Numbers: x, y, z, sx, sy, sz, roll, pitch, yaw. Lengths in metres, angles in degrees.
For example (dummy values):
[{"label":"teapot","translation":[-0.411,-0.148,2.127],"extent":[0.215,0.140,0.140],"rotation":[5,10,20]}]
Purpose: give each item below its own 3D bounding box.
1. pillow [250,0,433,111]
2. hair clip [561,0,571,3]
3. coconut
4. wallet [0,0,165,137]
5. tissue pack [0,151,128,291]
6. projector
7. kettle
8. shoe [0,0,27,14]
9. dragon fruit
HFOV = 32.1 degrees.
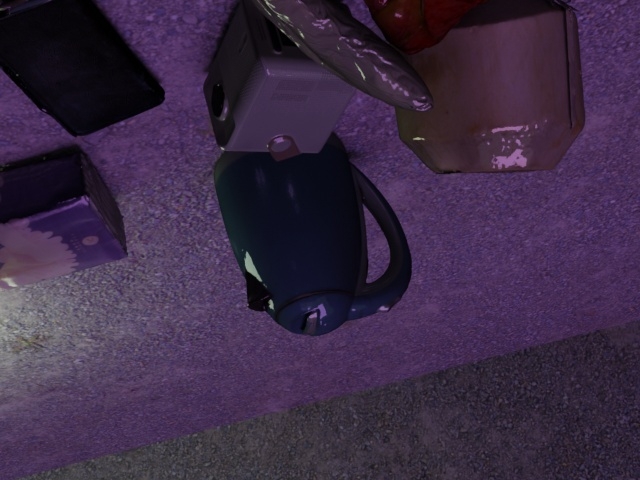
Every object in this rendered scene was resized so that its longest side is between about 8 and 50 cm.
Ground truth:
[{"label":"pillow","translation":[0.006,-0.264,1.415],"extent":[0.274,0.281,0.076],"rotation":[34,99,-18]},{"label":"hair clip","translation":[0.424,-0.403,1.711],"extent":[0.172,0.049,0.116],"rotation":[-13,159,-9]},{"label":"coconut","translation":[0.254,-0.247,1.677],"extent":[0.323,0.323,0.323],"rotation":[-12,155,-6]},{"label":"wallet","translation":[-0.356,-0.255,1.591],"extent":[0.172,0.045,0.318],"rotation":[-22,153,8]},{"label":"tissue pack","translation":[-0.526,-0.016,1.891],"extent":[0.344,0.125,0.242],"rotation":[-15,155,1]},{"label":"projector","translation":[-0.060,-0.235,1.659],"extent":[0.177,0.163,0.242],"rotation":[-1,149,-25]},{"label":"kettle","translation":[0.000,0.000,1.961],"extent":[0.319,0.342,0.247],"rotation":[-8,153,-15]},{"label":"shoe","translation":[-0.405,-0.323,1.368],"extent":[0.275,0.098,0.103],"rotation":[-29,148,30]},{"label":"dragon fruit","translation":[0.141,-0.418,1.388],"extent":[0.330,0.240,0.302],"rotation":[-49,175,14]}]
